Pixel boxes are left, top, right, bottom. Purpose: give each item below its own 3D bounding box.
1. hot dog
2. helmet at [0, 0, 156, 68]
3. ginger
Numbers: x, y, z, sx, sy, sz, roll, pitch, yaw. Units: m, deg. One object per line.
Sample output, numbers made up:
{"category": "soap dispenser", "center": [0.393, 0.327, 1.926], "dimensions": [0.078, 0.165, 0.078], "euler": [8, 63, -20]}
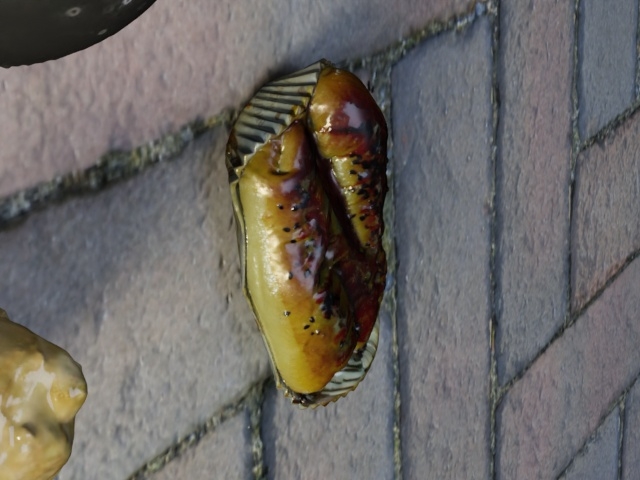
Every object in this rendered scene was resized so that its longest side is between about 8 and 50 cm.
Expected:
{"category": "hot dog", "center": [0.000, 0.000, 0.927], "dimensions": [0.162, 0.081, 0.270], "euler": [-42, 134, -42]}
{"category": "helmet", "center": [-0.149, -0.186, 0.537], "dimensions": [0.279, 0.160, 0.231], "euler": [-4, 106, -51]}
{"category": "ginger", "center": [-0.196, 0.124, 0.625], "dimensions": [0.115, 0.122, 0.193], "euler": [-2, 108, -79]}
